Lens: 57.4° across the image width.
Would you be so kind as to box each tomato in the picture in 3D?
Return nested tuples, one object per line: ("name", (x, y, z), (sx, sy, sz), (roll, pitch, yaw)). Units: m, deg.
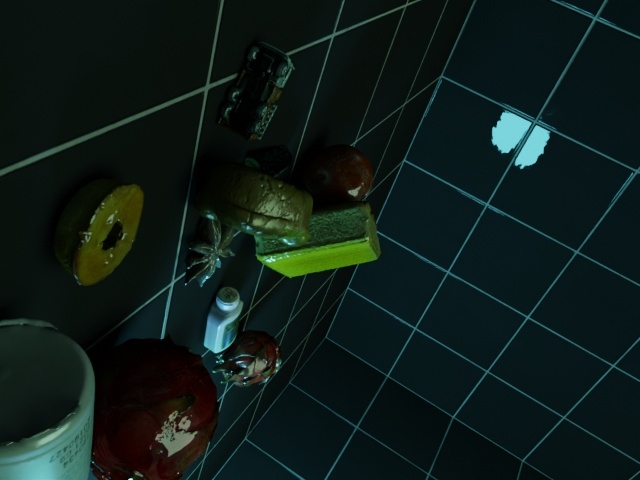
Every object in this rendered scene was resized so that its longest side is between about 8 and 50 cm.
("tomato", (0.040, -0.183, 1.742), (0.232, 0.188, 0.232), (-30, -178, 1))

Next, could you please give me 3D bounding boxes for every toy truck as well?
("toy truck", (-0.118, -0.288, 1.146), (0.177, 0.080, 0.115), (-61, 172, 12))

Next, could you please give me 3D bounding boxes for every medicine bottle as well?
("medicine bottle", (-0.277, 0.223, 1.687), (0.115, 0.078, 0.219), (-46, 162, -42))
("medicine bottle", (-0.462, 0.318, 0.890), (0.213, 0.214, 0.378), (-44, 160, -50))

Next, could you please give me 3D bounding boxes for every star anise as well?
("star anise", (-0.256, 0.012, 1.339), (0.195, 0.065, 0.182), (-47, 158, -30))

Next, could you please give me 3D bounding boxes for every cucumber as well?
("cucumber", (-0.117, -0.180, 1.425), (0.078, 0.062, 0.211), (-65, 166, 22))

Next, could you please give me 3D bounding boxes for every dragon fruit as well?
("dragon fruit", (-0.357, 0.349, 1.176), (0.302, 0.296, 0.295), (-34, 154, -38))
("dragon fruit", (-0.248, 0.397, 1.970), (0.274, 0.192, 0.193), (2, 80, -37))

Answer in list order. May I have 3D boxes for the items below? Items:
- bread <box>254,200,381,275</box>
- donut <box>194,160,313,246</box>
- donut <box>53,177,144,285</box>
("bread", (0.000, 0.000, 1.710), (0.323, 0.333, 0.143), (50, 30, -75))
("donut", (-0.139, -0.078, 1.232), (0.261, 0.209, 0.128), (20, 88, -57))
("donut", (-0.347, -0.021, 0.913), (0.178, 0.066, 0.162), (-66, 171, 24))
